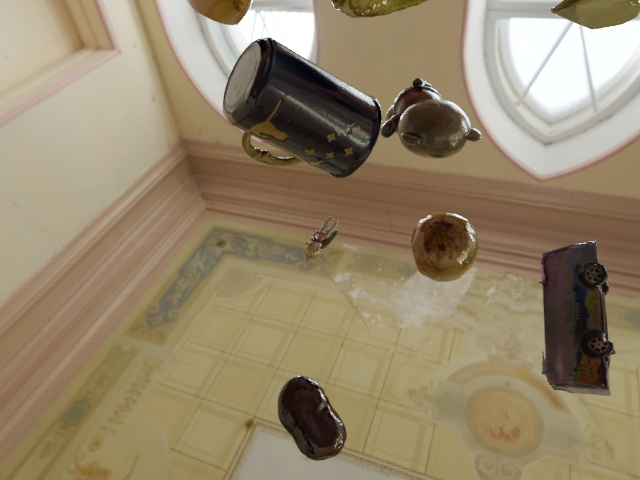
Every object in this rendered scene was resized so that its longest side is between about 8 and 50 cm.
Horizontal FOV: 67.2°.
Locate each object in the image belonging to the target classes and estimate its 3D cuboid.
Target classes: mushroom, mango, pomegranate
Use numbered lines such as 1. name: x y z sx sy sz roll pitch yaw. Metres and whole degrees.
1. mushroom: -0.043 0.481 1.328 0.148 0.217 0.227 -24 -96 -18
2. mango: -0.183 -0.480 0.874 0.126 0.154 0.252 0 -152 -24
3. pomegranate: 0.379 0.025 1.501 0.215 0.215 0.215 -4 -137 4

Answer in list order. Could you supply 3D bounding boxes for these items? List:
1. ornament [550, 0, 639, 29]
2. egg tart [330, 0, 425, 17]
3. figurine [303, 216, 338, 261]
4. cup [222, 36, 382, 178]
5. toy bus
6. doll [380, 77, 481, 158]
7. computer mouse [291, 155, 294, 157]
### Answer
1. ornament: 0.586 -0.502 1.020 0.180 0.059 0.201 -3 178 21
2. egg tart: 0.153 -0.478 0.806 0.314 0.120 0.315 -14 -170 2
3. figurine: 0.000 0.000 1.782 0.083 0.083 0.187 28 -99 32
4. cup: -0.060 -0.215 0.915 0.256 0.255 0.178 20 -149 -33
5. toy bus: 0.550 0.163 1.037 0.137 0.112 0.317 -6 -119 31
6. doll: 0.301 -0.345 1.363 0.234 0.174 0.330 -3 -143 -10
7. computer mouse: -0.032 -0.266 1.130 0.122 0.073 0.217 -35 -127 27
